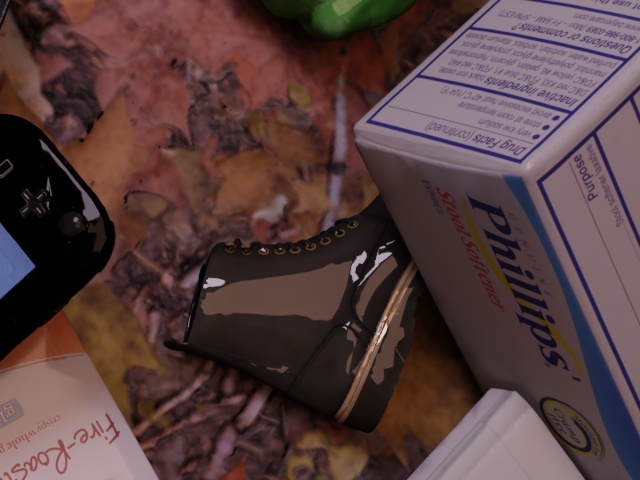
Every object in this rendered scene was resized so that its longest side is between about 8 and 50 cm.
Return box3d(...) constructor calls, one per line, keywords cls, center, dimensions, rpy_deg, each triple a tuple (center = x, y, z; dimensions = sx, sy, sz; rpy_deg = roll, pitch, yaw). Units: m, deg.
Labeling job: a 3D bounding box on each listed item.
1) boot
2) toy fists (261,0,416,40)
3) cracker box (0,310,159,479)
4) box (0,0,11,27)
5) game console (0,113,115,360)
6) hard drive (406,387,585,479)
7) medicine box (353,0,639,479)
box3d(cls="boot", center=(0.000, 0.000, 1.168), dimensions=(0.137, 0.077, 0.198), rpy_deg=(20, 71, -7))
box3d(cls="toy fists", center=(-0.033, -0.251, 1.203), dimensions=(0.142, 0.096, 0.279), rpy_deg=(-27, 85, -31))
box3d(cls="cracker box", center=(-0.165, 0.165, 1.077), dimensions=(0.155, 0.067, 0.232), rpy_deg=(-30, 88, -21))
box3d(cls="box", center=(-0.314, -0.135, 1.081), dimensions=(0.261, 0.103, 0.184), rpy_deg=(22, 75, -11))
box3d(cls="game console", center=(-0.272, 0.070, 1.006), dimensions=(0.361, 0.044, 0.213), rpy_deg=(-41, 85, 3))
box3d(cls="hard drive", center=(0.063, 0.263, 1.114), dimensions=(0.307, 0.040, 0.203), rpy_deg=(-45, 111, -22))
box3d(cls="medicine box", center=(0.204, -0.041, 1.139), dimensions=(0.289, 0.149, 0.263), rpy_deg=(-43, 125, -21))
